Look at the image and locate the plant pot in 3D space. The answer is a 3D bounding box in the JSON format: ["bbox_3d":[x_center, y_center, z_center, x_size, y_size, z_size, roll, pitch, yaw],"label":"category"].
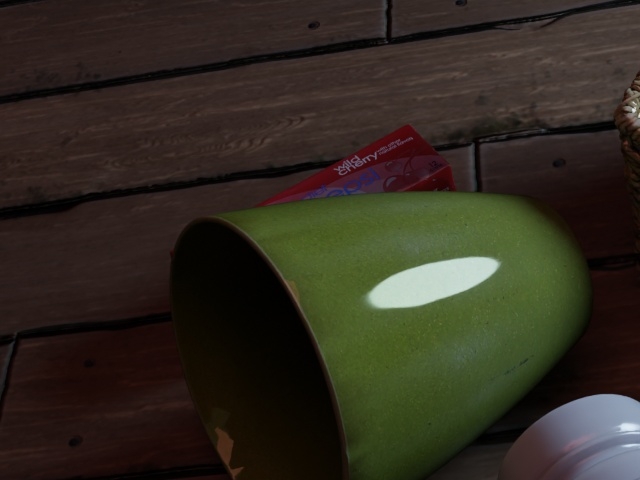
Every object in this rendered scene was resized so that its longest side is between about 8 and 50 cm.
[{"bbox_3d":[0.070,0.071,1.432,0.293,0.275,0.275,-19,39,-26],"label":"plant pot"}]

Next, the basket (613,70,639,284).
[{"bbox_3d":[0.414,-0.093,1.487,0.213,0.223,0.299,21,54,35],"label":"basket"}]

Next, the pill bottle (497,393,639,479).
[{"bbox_3d":[0.243,0.249,1.229,0.160,0.160,0.283,-23,42,-6],"label":"pill bottle"}]

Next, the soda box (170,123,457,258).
[{"bbox_3d":[0.000,0.000,1.623,0.263,0.092,0.083,-28,42,-11],"label":"soda box"}]
